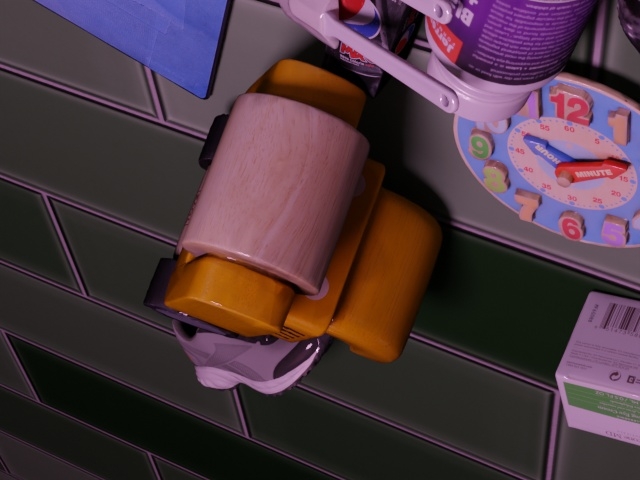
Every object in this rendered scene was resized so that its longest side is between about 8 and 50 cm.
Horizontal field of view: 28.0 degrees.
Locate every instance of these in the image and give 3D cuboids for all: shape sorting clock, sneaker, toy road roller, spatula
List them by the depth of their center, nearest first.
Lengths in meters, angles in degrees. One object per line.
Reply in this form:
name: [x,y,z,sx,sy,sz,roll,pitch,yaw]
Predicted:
spatula: [0.027,-0.191,0.899,0.242,0.019,0.168,40,142,44]
shape sorting clock: [0.201,-0.060,1.028,0.206,0.040,0.206,24,148,16]
toy road roller: [0.000,0.000,1.121,0.240,0.203,0.329,21,169,-10]
sneaker: [-0.082,0.112,1.484,0.271,0.100,0.108,-10,124,50]

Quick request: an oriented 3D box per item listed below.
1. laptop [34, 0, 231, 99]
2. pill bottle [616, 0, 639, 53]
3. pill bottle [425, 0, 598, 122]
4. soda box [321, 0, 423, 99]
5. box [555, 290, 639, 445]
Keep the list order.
laptop: [-0.276,-0.251,1.018,0.382,0.408,0.236,30,116,4]
pill bottle: [0.256,-0.130,0.771,0.122,0.123,0.219,-6,141,47]
pill bottle: [0.131,-0.168,0.871,0.108,0.108,0.193,28,149,8]
soda box: [0.049,-0.184,0.970,0.053,0.060,0.169,33,150,9]
box: [0.278,0.117,1.151,0.101,0.102,0.087,12,146,29]
